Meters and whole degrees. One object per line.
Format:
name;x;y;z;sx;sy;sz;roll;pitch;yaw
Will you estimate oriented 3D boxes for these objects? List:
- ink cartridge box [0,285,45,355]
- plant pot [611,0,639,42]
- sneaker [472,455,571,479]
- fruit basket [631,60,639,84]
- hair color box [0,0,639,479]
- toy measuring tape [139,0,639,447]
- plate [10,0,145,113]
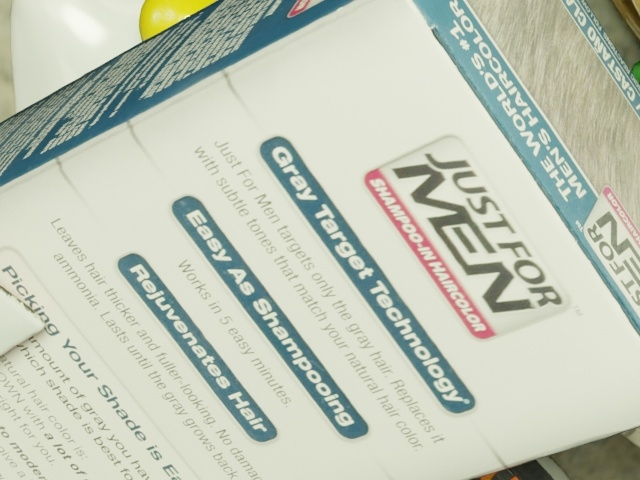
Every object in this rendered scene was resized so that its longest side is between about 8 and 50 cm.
ink cartridge box;-0.272;0.005;0.679;0.275;0.060;0.239;-31;125;28
plant pot;0.226;-0.196;0.812;0.254;0.237;0.237;-30;119;8
sneaker;0.055;0.260;0.950;0.180;0.124;0.321;-11;115;-19
fruit basket;0.333;0.057;0.883;0.392;0.283;0.392;1;101;4
hair color box;-0.041;0.018;0.699;0.347;0.105;0.174;-23;112;36
toy measuring tape;0.069;-0.012;0.769;0.330;0.121;0.121;35;94;1
plate;0.000;0.000;0.875;0.278;0.045;0.277;-7;113;-20
